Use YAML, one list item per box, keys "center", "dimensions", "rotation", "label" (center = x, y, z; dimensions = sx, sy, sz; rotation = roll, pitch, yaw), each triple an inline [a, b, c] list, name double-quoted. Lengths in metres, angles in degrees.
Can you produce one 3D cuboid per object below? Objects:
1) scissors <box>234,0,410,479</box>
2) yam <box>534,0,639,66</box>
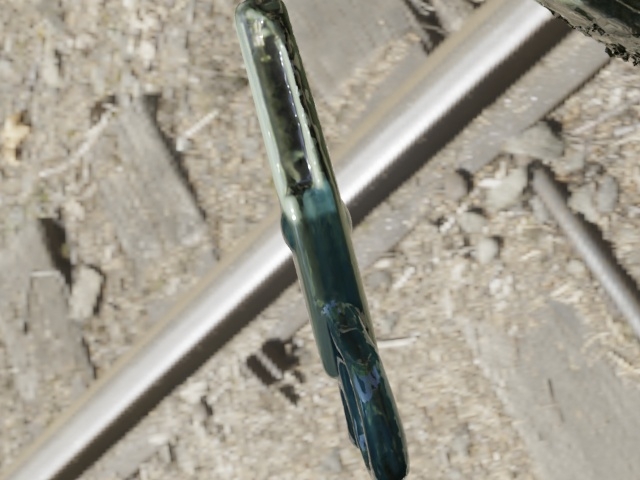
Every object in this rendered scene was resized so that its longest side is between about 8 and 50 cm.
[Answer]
- center: [0.000, 0.000, 0.791]
  dimensions: [0.138, 0.041, 0.289]
  rotation: [-125, 19, -78]
  label: "scissors"
- center: [0.239, -0.238, 0.917]
  dimensions: [0.348, 0.241, 0.241]
  rotation: [32, 121, -11]
  label: "yam"
